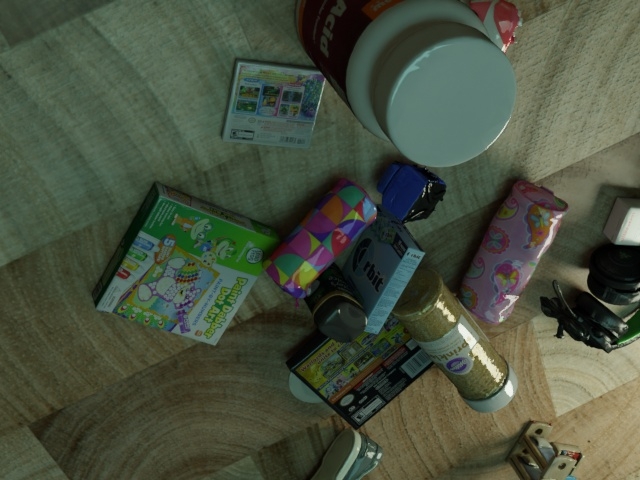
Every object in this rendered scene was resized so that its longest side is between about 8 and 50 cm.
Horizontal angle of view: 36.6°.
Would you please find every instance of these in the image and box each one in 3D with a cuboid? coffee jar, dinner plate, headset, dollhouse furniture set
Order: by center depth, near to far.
[{"bbox_3d":[0.016,0.105,1.764,0.096,0.184,0.079,33,106,-34],"label":"coffee jar"},{"bbox_3d":[0.004,0.281,1.978,0.141,0.017,0.141,-10,125,-15],"label":"dinner plate"},{"bbox_3d":[0.609,0.137,2.002,0.394,0.185,0.243,1,121,-34],"label":"headset"},{"bbox_3d":[0.561,0.520,2.262,0.183,0.129,0.129,14,115,-26],"label":"dollhouse furniture set"}]

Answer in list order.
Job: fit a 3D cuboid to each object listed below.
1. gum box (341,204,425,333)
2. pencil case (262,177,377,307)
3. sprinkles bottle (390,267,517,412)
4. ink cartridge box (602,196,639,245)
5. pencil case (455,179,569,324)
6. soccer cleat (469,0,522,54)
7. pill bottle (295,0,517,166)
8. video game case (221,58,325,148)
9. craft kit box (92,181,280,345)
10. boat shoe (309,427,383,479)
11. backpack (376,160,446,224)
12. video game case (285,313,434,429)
[{"bbox_3d":[0.105,0.052,1.780,0.041,0.157,0.184,17,114,-28],"label":"gum box"},{"bbox_3d":[0.000,0.000,1.718,0.236,0.104,0.104,-49,125,-2],"label":"pencil case"},{"bbox_3d":[0.265,0.203,1.918,0.121,0.121,0.355,-37,125,5],"label":"sprinkles bottle"},{"bbox_3d":[0.655,-0.038,1.989,0.122,0.052,0.089,2,120,-23],"label":"ink cartridge box"},{"bbox_3d":[0.371,0.026,1.890,0.124,0.124,0.284,9,118,-25],"label":"pencil case"},{"bbox_3d":[0.276,-0.299,1.678,0.095,0.083,0.248,13,122,1],"label":"soccer cleat"},{"bbox_3d":[0.117,-0.278,1.428,0.224,0.392,0.224,-9,124,-15],"label":"pill bottle"},{"bbox_3d":[-0.078,-0.227,1.621,0.157,0.019,0.143,3,120,-21],"label":"video game case"},{"bbox_3d":[-0.238,0.049,1.719,0.246,0.061,0.250,19,113,-32],"label":"craft kit box"},{"bbox_3d":[0.025,0.554,2.099,0.099,0.116,0.319,24,105,-27],"label":"boat shoe"},{"bbox_3d":[0.168,-0.093,1.749,0.098,0.101,0.120,-52,156,20],"label":"backpack"},{"bbox_3d":[0.105,0.229,1.958,0.275,0.035,0.248,-41,126,3],"label":"video game case"}]
